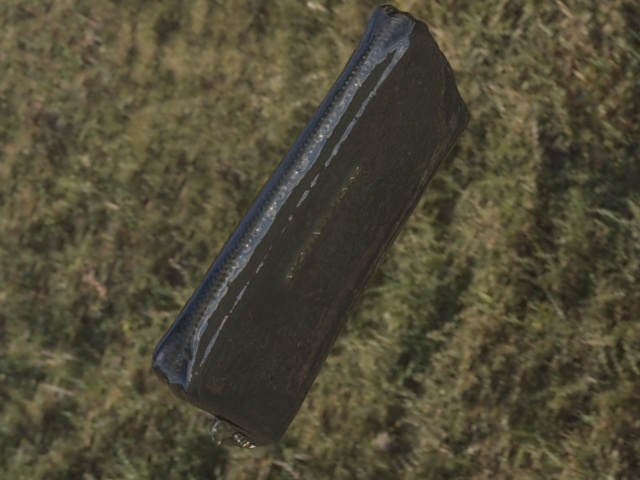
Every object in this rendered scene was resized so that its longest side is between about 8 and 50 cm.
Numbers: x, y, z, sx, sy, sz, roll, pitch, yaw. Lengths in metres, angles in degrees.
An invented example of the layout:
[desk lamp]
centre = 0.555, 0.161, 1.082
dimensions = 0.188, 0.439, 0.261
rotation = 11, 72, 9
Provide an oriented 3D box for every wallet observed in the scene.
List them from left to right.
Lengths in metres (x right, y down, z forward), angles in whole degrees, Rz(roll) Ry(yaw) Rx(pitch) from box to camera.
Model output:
[wallet]
centre = 0.000, 0.000, 0.753
dimensions = 0.044, 0.149, 0.250
rotation = 29, 81, 25
